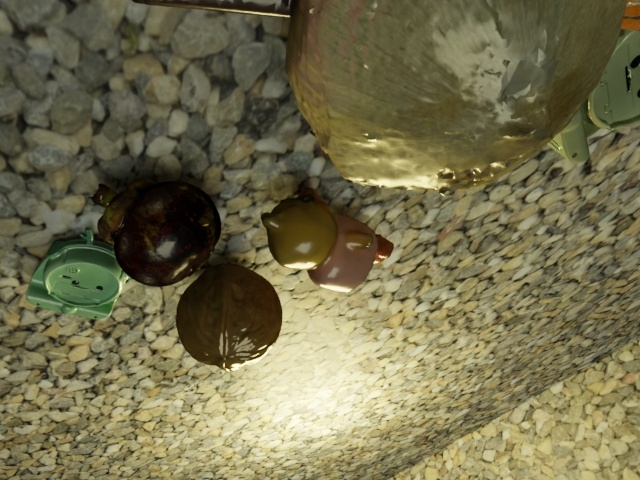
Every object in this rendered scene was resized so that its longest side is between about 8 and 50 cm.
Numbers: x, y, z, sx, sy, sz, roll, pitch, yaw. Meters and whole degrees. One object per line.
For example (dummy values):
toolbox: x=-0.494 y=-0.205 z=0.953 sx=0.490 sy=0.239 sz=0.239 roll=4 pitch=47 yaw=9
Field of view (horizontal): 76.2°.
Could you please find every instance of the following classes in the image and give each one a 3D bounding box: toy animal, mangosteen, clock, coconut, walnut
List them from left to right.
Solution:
clock: x=-0.459 y=0.063 z=0.800 sx=0.160 sy=0.065 sz=0.211 roll=23 pitch=122 yaw=-34
mangosteen: x=-0.286 y=-0.029 z=0.705 sx=0.217 sy=0.192 sz=0.192 roll=38 pitch=118 yaw=-5
walnut: x=-0.191 y=0.164 z=0.869 sx=0.228 sy=0.227 sz=0.227 roll=-9 pitch=134 yaw=-9
toy animal: x=-0.002 y=0.003 z=0.817 sx=0.196 sy=0.168 sz=0.281 roll=-10 pitch=146 yaw=46
coconut: x=0.150 y=-0.232 z=0.496 sx=0.405 sy=0.404 sz=0.404 roll=-9 pitch=134 yaw=-9
clock: x=0.535 y=-0.314 z=0.713 sx=0.324 sy=0.108 sz=0.265 roll=-36 pitch=132 yaw=16

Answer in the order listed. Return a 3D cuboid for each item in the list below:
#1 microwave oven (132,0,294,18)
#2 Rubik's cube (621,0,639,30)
microwave oven: x=-0.119 y=-0.376 z=0.404 sx=0.188 sy=0.178 sz=0.247 roll=-3 pitch=133 yaw=-15
Rubik's cube: x=0.475 y=-0.411 z=0.482 sx=0.264 sy=0.318 sz=0.319 roll=-12 pitch=143 yaw=37
